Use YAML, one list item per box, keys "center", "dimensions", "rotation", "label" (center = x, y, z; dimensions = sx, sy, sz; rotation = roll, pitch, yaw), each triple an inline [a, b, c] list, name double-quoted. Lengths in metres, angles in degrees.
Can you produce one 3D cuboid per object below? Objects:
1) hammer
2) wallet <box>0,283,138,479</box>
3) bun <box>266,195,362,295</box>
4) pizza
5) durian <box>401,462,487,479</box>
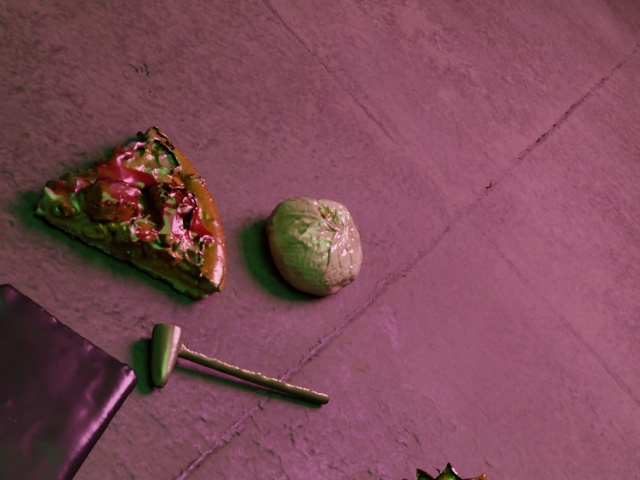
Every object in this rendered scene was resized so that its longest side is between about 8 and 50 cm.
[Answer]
- center: [-0.070, 0.132, 1.200]
  dimensions: [0.195, 0.028, 0.060]
  rotation: [21, 50, -29]
  label: "hammer"
- center: [-0.259, 0.159, 1.006]
  dimensions: [0.146, 0.030, 0.285]
  rotation: [41, 40, -10]
  label: "wallet"
- center: [0.000, 0.000, 1.340]
  dimensions: [0.115, 0.069, 0.115]
  rotation: [24, 45, -26]
  label: "bun"
- center: [-0.171, -0.030, 1.228]
  dimensions: [0.193, 0.053, 0.201]
  rotation: [-8, 63, -45]
  label: "pizza"
- center: [0.126, 0.316, 1.164]
  dimensions: [0.140, 0.078, 0.224]
  rotation: [-8, 65, 6]
  label: "durian"
